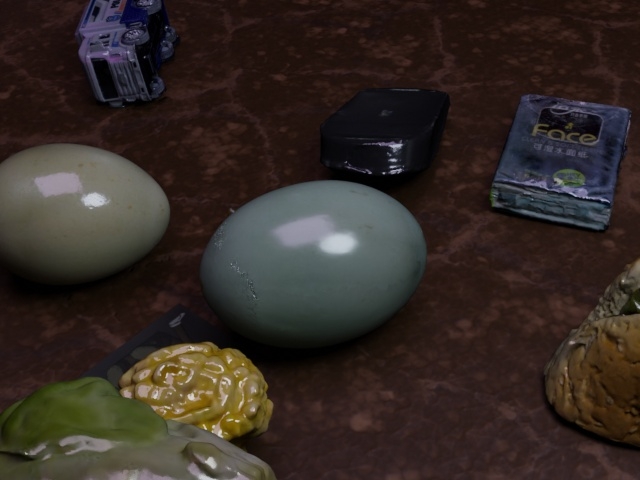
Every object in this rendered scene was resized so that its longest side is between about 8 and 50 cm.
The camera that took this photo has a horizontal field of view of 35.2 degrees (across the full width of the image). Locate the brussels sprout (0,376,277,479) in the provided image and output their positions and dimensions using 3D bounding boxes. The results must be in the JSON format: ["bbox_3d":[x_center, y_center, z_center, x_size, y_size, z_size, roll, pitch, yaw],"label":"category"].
[{"bbox_3d":[-0.179,0.275,0.921,0.317,0.273,0.242,14,22,12],"label":"brussels sprout"}]

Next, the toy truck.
[{"bbox_3d":[-0.344,-0.344,1.747,0.155,0.124,0.268,-7,39,7],"label":"toy truck"}]

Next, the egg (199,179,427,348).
[{"bbox_3d":[-0.007,0.029,1.235,0.283,0.203,0.203,-9,41,-12],"label":"egg"}]

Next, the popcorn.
[{"bbox_3d":[-0.137,0.191,1.097,0.180,0.170,0.180,-24,7,3],"label":"popcorn"}]

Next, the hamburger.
[{"bbox_3d":[0.422,0.111,1.116,0.330,0.209,0.162,0,41,6],"label":"hamburger"}]

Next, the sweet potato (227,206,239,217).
[{"bbox_3d":[0.000,0.000,1.377,0.274,0.067,0.067,14,44,14],"label":"sweet potato"}]

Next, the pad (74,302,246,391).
[{"bbox_3d":[-0.202,0.157,1.252,0.127,0.004,0.190,29,51,31],"label":"pad"}]

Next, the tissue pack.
[{"bbox_3d":[0.357,-0.119,1.481,0.173,0.073,0.235,13,44,16],"label":"tissue pack"}]

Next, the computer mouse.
[{"bbox_3d":[0.100,-0.156,1.536,0.168,0.087,0.295,5,29,19],"label":"computer mouse"}]

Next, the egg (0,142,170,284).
[{"bbox_3d":[-0.328,-0.035,1.340,0.254,0.188,0.188,-2,41,-9],"label":"egg"}]
